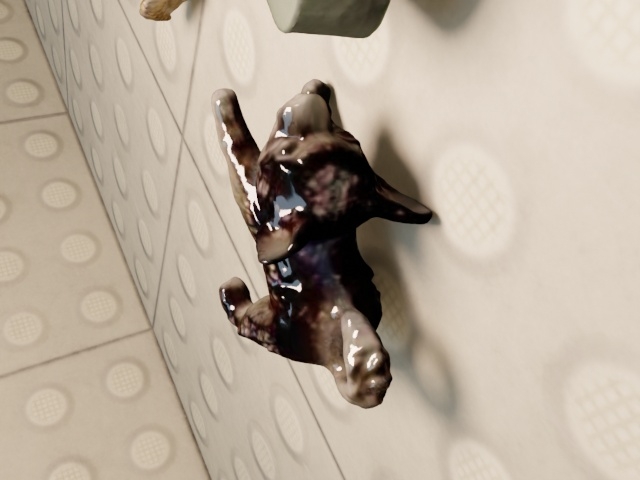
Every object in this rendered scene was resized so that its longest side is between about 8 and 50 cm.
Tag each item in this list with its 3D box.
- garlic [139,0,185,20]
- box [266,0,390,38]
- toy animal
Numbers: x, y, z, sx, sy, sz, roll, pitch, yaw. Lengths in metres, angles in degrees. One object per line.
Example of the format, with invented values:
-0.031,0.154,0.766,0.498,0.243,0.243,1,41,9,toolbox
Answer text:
-0.313,-0.506,0.990,0.325,0.132,0.279,59,-178,-20,garlic
0.001,-0.427,0.514,0.395,0.111,0.396,110,149,-49,box
0.000,0.000,0.732,0.302,0.194,0.344,-134,35,-52,toy animal
